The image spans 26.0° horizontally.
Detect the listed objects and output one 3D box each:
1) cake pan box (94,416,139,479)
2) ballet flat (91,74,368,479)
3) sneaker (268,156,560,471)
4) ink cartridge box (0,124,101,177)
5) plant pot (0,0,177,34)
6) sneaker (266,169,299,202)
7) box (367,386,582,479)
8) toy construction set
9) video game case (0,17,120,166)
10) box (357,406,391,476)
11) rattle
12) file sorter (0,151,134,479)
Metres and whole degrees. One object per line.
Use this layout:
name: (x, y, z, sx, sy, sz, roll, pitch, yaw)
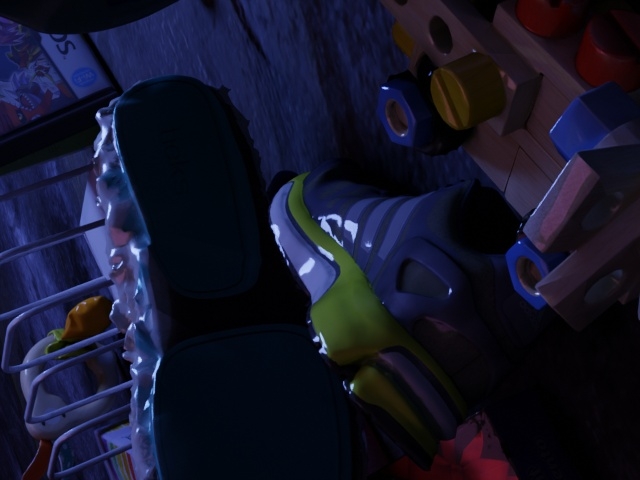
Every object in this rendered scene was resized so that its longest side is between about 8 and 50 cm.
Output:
cake pan box: (-0.177, 0.355, 1.675, 0.245, 0.070, 0.267, 9, 117, 68)
ballet flat: (-0.062, 0.073, 0.907, 0.147, 0.147, 0.409, 102, 159, -54)
sneaker: (0.055, 0.016, 0.780, 0.111, 0.121, 0.300, 54, -176, -25)
ink cartridge box: (-0.336, -0.100, 1.440, 0.109, 0.209, 0.062, 12, 120, 65)
plant pot: (-0.193, -0.311, 0.795, 0.334, 0.341, 0.341, 47, 150, 29)
sneaker: (0.000, 0.000, 0.954, 0.144, 0.053, 0.059, 40, 142, 49)
box: (0.065, 0.243, 0.855, 0.293, 0.057, 0.201, -40, 72, 40)
toy construction set: (0.092, -0.090, 0.552, 0.215, 0.151, 0.328, 100, 154, -52)
video game case: (-0.371, -0.167, 1.376, 0.248, 0.274, 0.035, 57, 164, 28)
box: (-0.026, 0.185, 1.086, 0.257, 0.122, 0.128, 59, 156, 22)
rattle: (-0.298, 0.189, 1.684, 0.142, 0.200, 0.130, -24, 127, 41)
file sorter: (-0.256, 0.085, 1.472, 0.278, 0.173, 0.193, 63, 157, 16)
